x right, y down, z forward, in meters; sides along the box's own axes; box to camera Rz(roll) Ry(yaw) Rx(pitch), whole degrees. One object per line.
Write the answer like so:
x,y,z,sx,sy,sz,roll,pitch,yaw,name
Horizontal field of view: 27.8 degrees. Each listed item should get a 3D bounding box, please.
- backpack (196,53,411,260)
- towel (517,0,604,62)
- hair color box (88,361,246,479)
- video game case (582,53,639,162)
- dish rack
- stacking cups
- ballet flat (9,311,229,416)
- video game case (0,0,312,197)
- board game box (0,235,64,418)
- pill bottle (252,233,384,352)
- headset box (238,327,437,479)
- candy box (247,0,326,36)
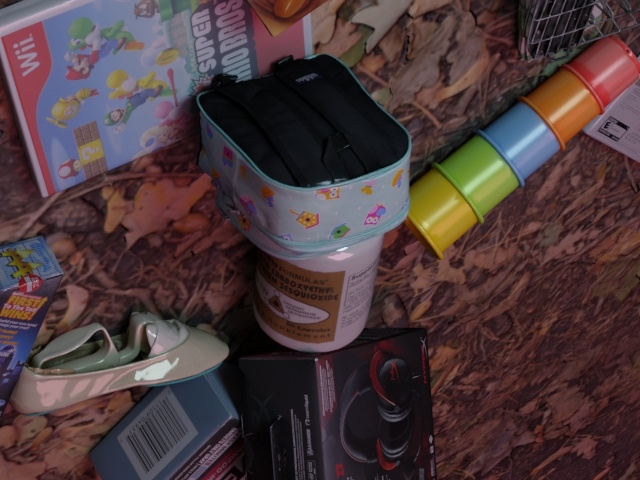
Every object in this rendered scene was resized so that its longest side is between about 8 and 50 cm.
-0.009,-0.065,1.156,0.165,0.188,0.144,-18,126,-26,backpack
0.255,-0.270,1.372,0.113,0.023,0.152,-30,143,-15,towel
-0.089,0.275,1.618,0.185,0.114,0.374,-46,146,12,hair color box
0.441,-0.186,1.631,0.212,0.023,0.193,17,119,-49,video game case
0.320,-0.287,1.304,0.271,0.074,0.208,-21,152,-18,dish rack
0.222,-0.117,1.474,0.316,0.096,0.096,-42,146,-2,stacking cups
-0.210,0.119,1.365,0.248,0.086,0.086,-15,140,-28,ballet flat
-0.136,-0.165,1.138,0.285,0.025,0.204,-25,144,-17,video game case
-0.338,0.075,1.207,0.194,0.060,0.194,16,119,-49,board game box
0.000,0.000,1.358,0.131,0.131,0.229,-19,142,-24,pill bottle
0.019,0.225,1.499,0.293,0.110,0.218,-6,93,-58,headset box
0.007,-0.262,1.067,0.186,0.053,0.109,-35,147,5,candy box
